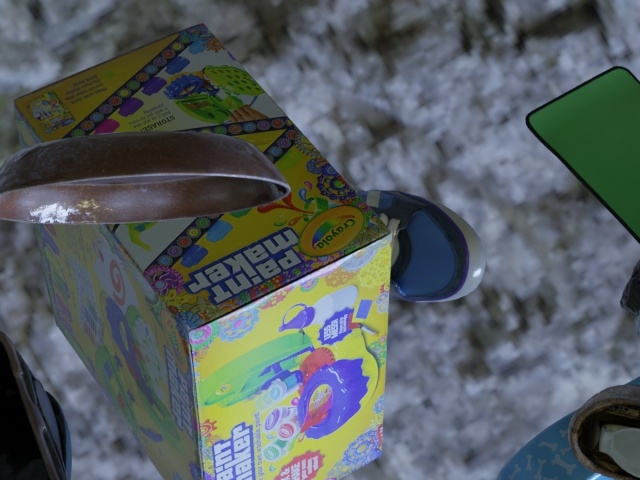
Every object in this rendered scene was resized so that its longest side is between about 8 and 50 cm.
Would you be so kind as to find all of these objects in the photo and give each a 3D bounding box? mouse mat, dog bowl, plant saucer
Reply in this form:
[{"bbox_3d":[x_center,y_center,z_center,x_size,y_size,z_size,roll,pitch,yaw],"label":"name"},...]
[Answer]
[{"bbox_3d":[0.307,-0.083,1.610,0.190,0.152,0.007,49,-34,20],"label":"mouse mat"},{"bbox_3d":[0.310,0.222,1.773,0.074,0.297,0.166,54,-36,22],"label":"dog bowl"},{"bbox_3d":[-0.101,-0.034,0.890,0.168,0.168,0.029,98,-12,-82],"label":"plant saucer"}]

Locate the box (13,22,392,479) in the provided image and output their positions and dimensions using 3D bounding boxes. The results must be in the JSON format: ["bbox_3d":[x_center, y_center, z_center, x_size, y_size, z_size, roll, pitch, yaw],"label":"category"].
[{"bbox_3d":[-0.094,0.038,1.338,0.279,0.177,0.290,50,-25,33],"label":"box"}]

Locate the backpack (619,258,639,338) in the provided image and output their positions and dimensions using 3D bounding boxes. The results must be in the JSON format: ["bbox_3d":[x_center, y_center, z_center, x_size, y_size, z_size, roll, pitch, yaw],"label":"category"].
[{"bbox_3d":[0.429,0.087,1.852,0.182,0.115,0.152,40,-16,16],"label":"backpack"}]

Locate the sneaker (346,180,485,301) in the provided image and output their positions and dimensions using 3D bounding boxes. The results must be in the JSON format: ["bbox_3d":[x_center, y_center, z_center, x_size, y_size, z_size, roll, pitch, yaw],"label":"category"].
[{"bbox_3d":[0.000,-0.001,1.902,0.323,0.236,0.130,24,-69,36],"label":"sneaker"}]

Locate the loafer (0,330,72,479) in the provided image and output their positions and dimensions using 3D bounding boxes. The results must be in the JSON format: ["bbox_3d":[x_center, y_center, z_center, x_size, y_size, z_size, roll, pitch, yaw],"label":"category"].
[{"bbox_3d":[-0.172,0.158,0.894,0.267,0.096,0.084,-112,-170,-49],"label":"loafer"}]

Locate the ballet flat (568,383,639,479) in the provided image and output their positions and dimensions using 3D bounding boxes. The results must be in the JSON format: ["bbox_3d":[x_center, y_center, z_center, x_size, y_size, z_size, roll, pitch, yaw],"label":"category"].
[{"bbox_3d":[0.344,0.192,1.354,0.316,0.107,0.106,9,2,33],"label":"ballet flat"}]
